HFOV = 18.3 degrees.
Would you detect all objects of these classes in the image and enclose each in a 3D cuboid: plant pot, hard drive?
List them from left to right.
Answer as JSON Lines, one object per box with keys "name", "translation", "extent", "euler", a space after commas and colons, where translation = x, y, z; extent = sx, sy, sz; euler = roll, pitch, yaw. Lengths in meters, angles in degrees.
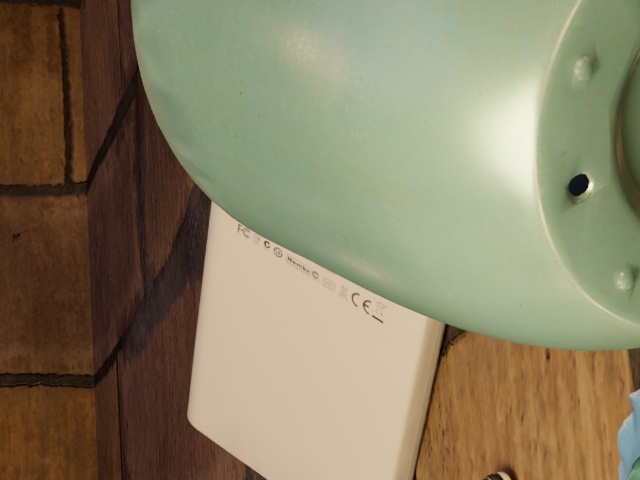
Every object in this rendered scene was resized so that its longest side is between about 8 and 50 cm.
{"name": "hard drive", "translation": [-0.004, 0.063, 1.468], "extent": [0.203, 0.040, 0.307], "euler": [32, 133, 27]}
{"name": "plant pot", "translation": [0.100, -0.087, 0.827], "extent": [0.235, 0.293, 0.293], "euler": [37, 127, 55]}

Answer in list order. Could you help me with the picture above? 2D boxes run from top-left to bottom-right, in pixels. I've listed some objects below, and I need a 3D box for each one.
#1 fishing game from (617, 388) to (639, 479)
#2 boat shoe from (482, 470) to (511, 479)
{"name": "fishing game", "translation": [0.174, 0.160, 1.000], "extent": [0.189, 0.041, 0.264], "euler": [-131, 41, -69]}
{"name": "boat shoe", "translation": [0.104, 0.210, 1.278], "extent": [0.046, 0.038, 0.125], "euler": [-143, 54, -72]}
